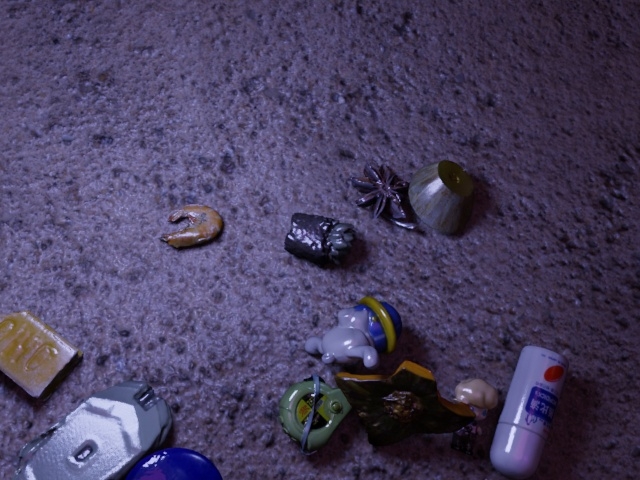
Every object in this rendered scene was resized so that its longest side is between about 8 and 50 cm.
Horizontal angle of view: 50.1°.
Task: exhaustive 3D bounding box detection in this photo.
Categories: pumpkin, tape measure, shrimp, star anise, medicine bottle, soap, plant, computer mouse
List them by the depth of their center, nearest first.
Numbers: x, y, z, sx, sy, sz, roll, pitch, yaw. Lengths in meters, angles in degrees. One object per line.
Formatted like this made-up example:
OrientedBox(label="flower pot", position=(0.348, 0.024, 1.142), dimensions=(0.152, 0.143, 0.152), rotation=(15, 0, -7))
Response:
OrientedBox(label="computer mouse", position=(-0.564, 0.533, 1.690), dimensions=(0.228, 0.145, 0.429), rotation=(39, 61, 17))
OrientedBox(label="pumpkin", position=(0.213, 0.405, 1.712), dimensions=(0.290, 0.258, 0.095), rotation=(-18, 29, 17))
OrientedBox(label="tape measure", position=(-0.021, 0.445, 1.779), dimensions=(0.175, 0.106, 0.200), rotation=(39, 74, -5))
OrientedBox(label="soap", position=(-0.775, 0.280, 1.791), dimensions=(0.257, 0.080, 0.160), rotation=(35, 72, 7))
OrientedBox(label="medicine bottle", position=(0.545, 0.457, 1.802), dimensions=(0.130, 0.130, 0.341), rotation=(24, 71, 4))
OrientedBox(label="plant", position=(0.000, 0.000, 1.922), dimensions=(0.194, 0.129, 0.132), rotation=(14, 73, 4))
OrientedBox(label="shrimp", position=(-0.374, -0.039, 1.956), dimensions=(0.187, 0.051, 0.132), rotation=(-18, 54, -16))
OrientedBox(label="pumpkin", position=(0.372, -0.143, 1.983), dimensions=(0.217, 0.110, 0.217), rotation=(9, 63, -17))
OrientedBox(label="star anise", position=(0.187, -0.125, 1.999), dimensions=(0.209, 0.089, 0.231), rotation=(-9, 72, -20))

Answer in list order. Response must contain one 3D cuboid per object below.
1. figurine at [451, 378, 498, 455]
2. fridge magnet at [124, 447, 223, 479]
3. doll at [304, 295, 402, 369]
OrientedBox(label="figurine", position=(0.395, 0.461, 1.807), dimensions=(0.114, 0.108, 0.196), rotation=(19, 76, 8))
OrientedBox(label="fridge magnet", position=(-0.358, 0.639, 1.659), dimensions=(0.265, 0.113, 0.265), rotation=(5, 77, -21))
OrientedBox(label="doll", position=(0.112, 0.236, 1.760), dimensions=(0.243, 0.311, 0.159), rotation=(-6, 98, -18))
